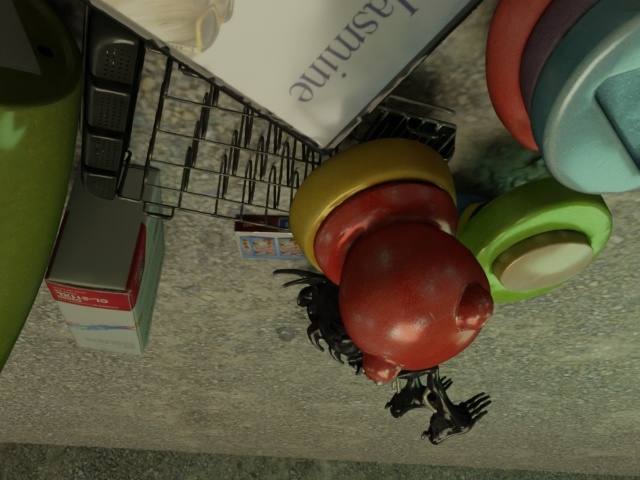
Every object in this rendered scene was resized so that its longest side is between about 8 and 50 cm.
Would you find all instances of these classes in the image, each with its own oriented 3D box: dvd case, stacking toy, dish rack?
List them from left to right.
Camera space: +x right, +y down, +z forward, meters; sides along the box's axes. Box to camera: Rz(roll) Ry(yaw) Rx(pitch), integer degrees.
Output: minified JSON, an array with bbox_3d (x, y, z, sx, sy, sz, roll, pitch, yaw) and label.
[{"bbox_3d":[-0.032,-0.160,0.277,0.253,0.022,0.180,28,122,-32],"label":"dvd case"},{"bbox_3d":[-0.044,-0.078,0.459,0.272,0.074,0.208,11,151,-19],"label":"dish rack"},{"bbox_3d":[0.168,-0.018,0.394,0.280,0.130,0.309,20,128,-37],"label":"stacking toy"}]

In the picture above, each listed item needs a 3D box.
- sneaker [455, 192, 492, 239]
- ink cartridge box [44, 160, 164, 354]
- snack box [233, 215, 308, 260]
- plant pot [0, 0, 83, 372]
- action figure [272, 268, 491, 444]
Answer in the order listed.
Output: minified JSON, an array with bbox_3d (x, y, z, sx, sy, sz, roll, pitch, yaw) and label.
[{"bbox_3d":[0.166,-0.001,0.604,0.082,0.069,0.209,18,178,45],"label":"sneaker"},{"bbox_3d":[-0.203,0.025,0.592,0.073,0.127,0.175,8,151,-9],"label":"ink cartridge box"},{"bbox_3d":[0.000,0.000,0.643,0.179,0.022,0.064,1,152,1],"label":"snack box"},{"bbox_3d":[-0.286,-0.038,0.387,0.275,0.274,0.293,24,128,-35],"label":"plant pot"},{"bbox_3d":[0.074,0.103,0.692,0.275,0.141,0.164,48,170,-21],"label":"action figure"}]
